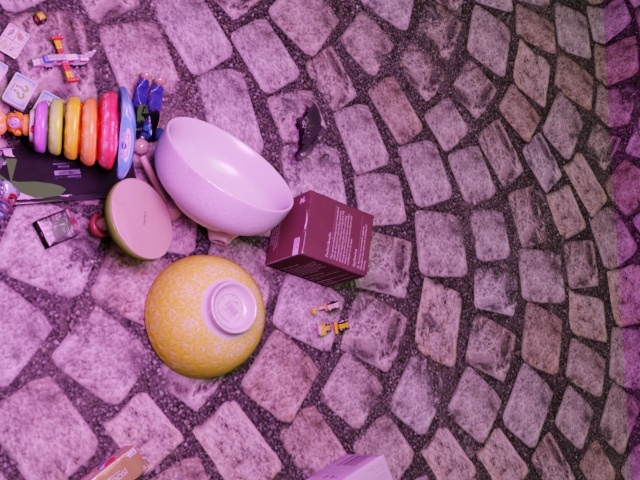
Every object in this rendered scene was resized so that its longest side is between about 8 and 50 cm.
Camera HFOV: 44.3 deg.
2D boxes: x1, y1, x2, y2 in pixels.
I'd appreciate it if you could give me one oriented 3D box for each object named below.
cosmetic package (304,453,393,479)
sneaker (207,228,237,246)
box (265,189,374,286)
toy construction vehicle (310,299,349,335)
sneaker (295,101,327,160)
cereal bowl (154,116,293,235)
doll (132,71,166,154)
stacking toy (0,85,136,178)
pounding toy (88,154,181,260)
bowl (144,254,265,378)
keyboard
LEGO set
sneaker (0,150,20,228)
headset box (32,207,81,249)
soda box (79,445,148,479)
[{"bbox_3d":[0.086,0.624,1.869,0.151,0.151,0.184,-20,89,-37],"label":"cosmetic package"},{"bbox_3d":[-0.211,-0.017,1.886,0.134,0.051,0.070,6,74,-30],"label":"sneaker"},{"bbox_3d":[0.000,0.000,1.961,0.203,0.167,0.168,21,67,-30],"label":"box"},{"bbox_3d":[0.022,0.199,2.014,0.098,0.035,0.086,-17,99,-35],"label":"toy construction vehicle"},{"bbox_3d":[-0.041,-0.289,2.084,0.089,0.051,0.170,49,50,-15],"label":"sneaker"},{"bbox_3d":[-0.236,-0.125,1.785,0.339,0.141,0.339,34,21,-15],"label":"cereal bowl"},{"bbox_3d":[-0.409,-0.289,1.816,0.129,0.046,0.189,15,76,-42],"label":"doll"},{"bbox_3d":[-0.537,-0.234,1.616,0.302,0.166,0.175,3,114,-18],"label":"stacking toy"},{"bbox_3d":[-0.416,-0.048,1.716,0.183,0.110,0.237,56,30,-26],"label":"pounding toy"},{"bbox_3d":[-0.229,0.161,1.760,0.289,0.156,0.289,10,73,-34],"label":"bowl"},{"bbox_3d":[-0.556,-0.181,1.692,0.317,0.033,0.201,-8,84,-38],"label":"keyboard"},{"bbox_3d":[-0.604,-0.385,1.682,0.182,0.060,0.244,31,55,-22],"label":"LEGO set"},{"bbox_3d":[-0.642,-0.073,1.514,0.125,0.104,0.262,-10,72,-21],"label":"sneaker"},{"bbox_3d":[-0.550,-0.027,1.653,0.083,0.032,0.062,-30,97,-38],"label":"headset box"},{"bbox_3d":[-0.441,0.490,1.578,0.181,0.061,0.058,-35,99,-37],"label":"soda box"}]
